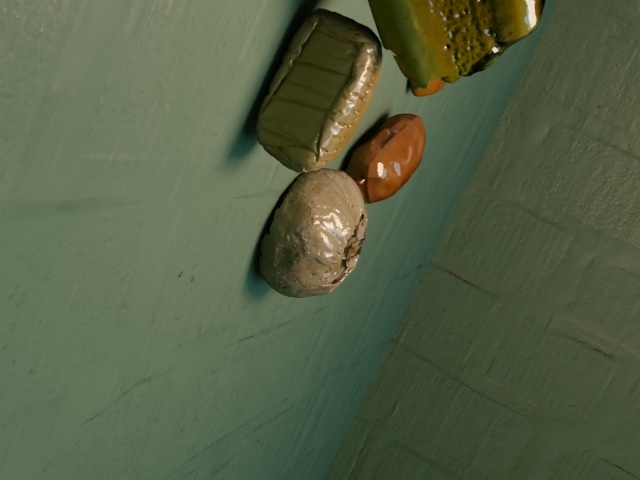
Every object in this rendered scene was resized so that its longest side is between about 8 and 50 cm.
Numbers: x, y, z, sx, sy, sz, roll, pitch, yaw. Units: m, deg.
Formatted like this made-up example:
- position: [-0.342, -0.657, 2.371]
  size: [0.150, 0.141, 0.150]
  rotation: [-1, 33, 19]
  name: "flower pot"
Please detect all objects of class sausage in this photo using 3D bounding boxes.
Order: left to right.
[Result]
- position: [0.138, -0.170, 1.944]
  size: [0.241, 0.120, 0.136]
  rotation: [-49, 145, -39]
  name: "sausage"

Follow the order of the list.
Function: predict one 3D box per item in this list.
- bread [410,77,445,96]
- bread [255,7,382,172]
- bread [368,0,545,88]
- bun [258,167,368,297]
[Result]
- position: [0.240, -0.396, 1.974]
  size: [0.092, 0.074, 0.239]
  rotation: [-60, 166, -25]
  name: "bread"
- position: [-0.001, -0.218, 1.382]
  size: [0.236, 0.140, 0.106]
  rotation: [-62, 167, 9]
  name: "bread"
- position: [0.166, -0.419, 1.261]
  size: [0.376, 0.251, 0.208]
  rotation: [64, 14, -45]
  name: "bread"
- position: [0.000, 0.000, 1.742]
  size: [0.259, 0.152, 0.259]
  rotation: [-56, 166, -22]
  name: "bun"
